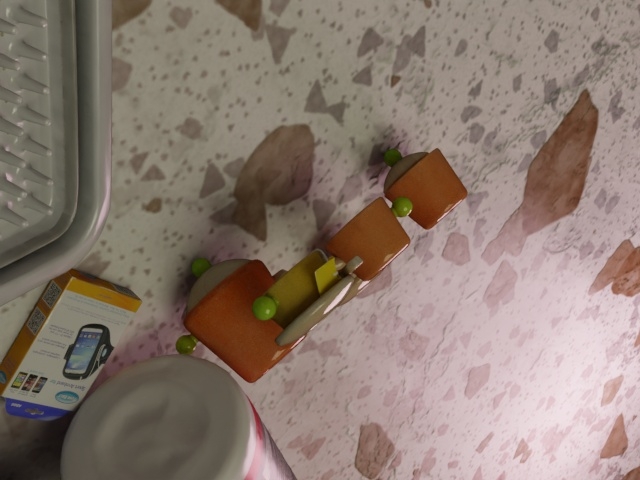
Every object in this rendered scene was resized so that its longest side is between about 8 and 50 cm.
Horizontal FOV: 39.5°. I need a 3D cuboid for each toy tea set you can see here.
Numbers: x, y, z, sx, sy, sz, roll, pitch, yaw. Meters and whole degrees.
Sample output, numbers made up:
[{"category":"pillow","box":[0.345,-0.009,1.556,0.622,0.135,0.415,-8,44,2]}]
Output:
[{"category":"toy tea set","box":[0.000,0.000,0.872,0.336,0.124,0.200,-36,173,-45]}]

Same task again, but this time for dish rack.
[{"category":"dish rack","box":[-0.269,-0.062,0.548,0.333,0.072,0.285,-34,139,-49]}]

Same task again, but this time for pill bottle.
[{"category":"pill bottle","box":[-0.108,0.265,0.878,0.176,0.176,0.318,-40,141,-16]}]

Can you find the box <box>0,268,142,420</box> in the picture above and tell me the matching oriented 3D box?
[{"category":"box","box":[-0.225,0.094,0.782,0.081,0.028,0.136,28,97,-48]}]
